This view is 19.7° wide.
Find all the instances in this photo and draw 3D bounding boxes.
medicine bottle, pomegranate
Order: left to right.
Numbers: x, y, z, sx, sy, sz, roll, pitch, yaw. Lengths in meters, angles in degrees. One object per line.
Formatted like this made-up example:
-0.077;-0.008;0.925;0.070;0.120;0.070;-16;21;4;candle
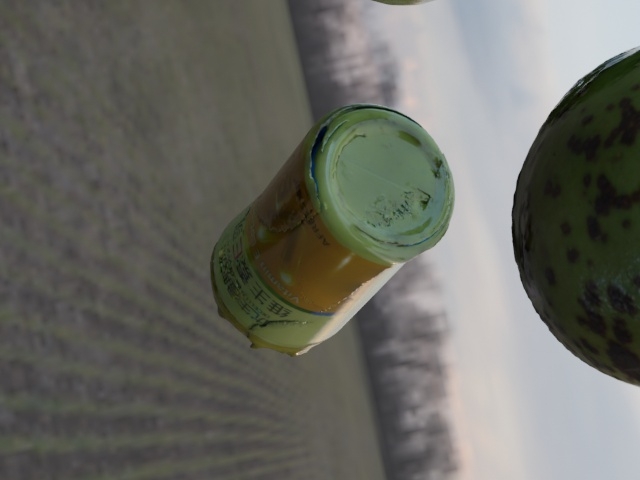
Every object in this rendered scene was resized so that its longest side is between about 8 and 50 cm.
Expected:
0.000;0.000;1.376;0.239;0.124;0.124;133;-50;-56;medicine bottle
0.199;0.022;0.880;0.214;0.214;0.248;-100;-178;-79;pomegranate

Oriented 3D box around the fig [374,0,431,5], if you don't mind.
0.094;-0.299;1.333;0.233;0.314;0.233;21;-58;39;fig
